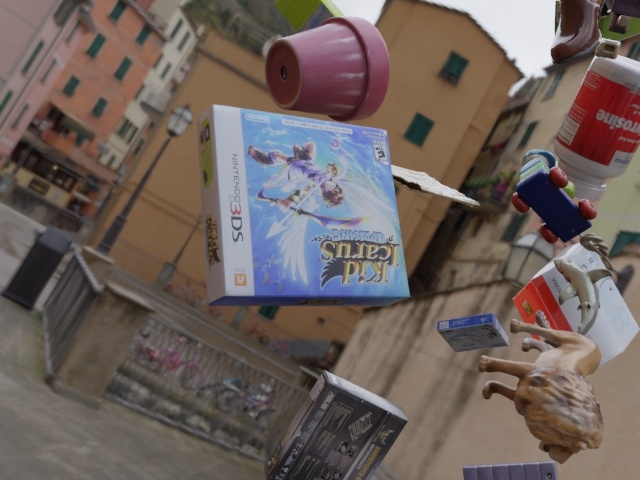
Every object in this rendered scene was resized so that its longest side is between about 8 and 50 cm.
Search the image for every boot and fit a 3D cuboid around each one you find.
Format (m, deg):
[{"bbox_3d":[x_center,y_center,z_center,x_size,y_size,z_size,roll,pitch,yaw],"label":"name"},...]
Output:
[{"bbox_3d":[0.458,-0.506,1.371,0.096,0.264,0.280,8,-37,53],"label":"boot"}]

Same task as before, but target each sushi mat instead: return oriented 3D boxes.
[{"bbox_3d":[0.178,-0.107,1.317,0.151,0.019,0.316,32,13,27],"label":"sushi mat"}]

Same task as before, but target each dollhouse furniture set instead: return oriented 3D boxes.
[{"bbox_3d":[0.391,-0.250,0.857,0.114,0.091,0.081,15,16,10],"label":"dollhouse furniture set"}]

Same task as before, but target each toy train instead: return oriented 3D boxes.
[{"bbox_3d":[0.474,-0.061,1.399,0.248,0.105,0.143,43,33,-16],"label":"toy train"}]

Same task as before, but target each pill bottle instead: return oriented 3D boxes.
[{"bbox_3d":[0.846,-0.334,2.181,0.229,0.408,0.229,15,26,-7],"label":"pill bottle"}]

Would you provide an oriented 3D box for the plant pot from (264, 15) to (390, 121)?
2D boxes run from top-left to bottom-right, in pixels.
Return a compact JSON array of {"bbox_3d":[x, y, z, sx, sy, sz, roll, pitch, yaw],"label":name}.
[{"bbox_3d":[0.002,-0.321,1.388,0.180,0.201,0.201,-14,22,-34],"label":"plant pot"}]

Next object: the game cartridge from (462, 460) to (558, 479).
[{"bbox_3d":[0.464,0.709,1.717,0.230,0.355,0.068,-9,-12,14],"label":"game cartridge"}]

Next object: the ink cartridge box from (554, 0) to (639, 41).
[{"bbox_3d":[0.678,-0.491,1.615,0.255,0.188,0.097,38,-36,51],"label":"ink cartridge box"}]

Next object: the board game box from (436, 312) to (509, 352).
[{"bbox_3d":[0.241,0.147,1.149,0.090,0.020,0.090,-12,-36,25],"label":"board game box"}]

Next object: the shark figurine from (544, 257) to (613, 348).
[{"bbox_3d":[0.688,0.179,1.887,0.166,0.278,0.116,-8,-27,40],"label":"shark figurine"}]

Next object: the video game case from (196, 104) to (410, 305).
[{"bbox_3d":[-0.020,-0.039,0.949,0.269,0.244,0.061,3,-16,-30],"label":"video game case"}]

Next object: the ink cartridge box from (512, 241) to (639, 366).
[{"bbox_3d":[0.708,0.203,1.996,0.091,0.385,0.308,-28,-88,45],"label":"ink cartridge box"}]

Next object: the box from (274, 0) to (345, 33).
[{"bbox_3d":[-0.013,-0.505,1.646,0.178,0.042,0.109,50,-45,0],"label":"box"}]

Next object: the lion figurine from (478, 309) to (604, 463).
[{"bbox_3d":[0.463,0.254,1.416,0.240,0.392,0.142,8,-58,34],"label":"lion figurine"}]

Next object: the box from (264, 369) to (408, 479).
[{"bbox_3d":[0.028,0.384,1.378,0.183,0.231,0.056,28,9,-17],"label":"box"}]
